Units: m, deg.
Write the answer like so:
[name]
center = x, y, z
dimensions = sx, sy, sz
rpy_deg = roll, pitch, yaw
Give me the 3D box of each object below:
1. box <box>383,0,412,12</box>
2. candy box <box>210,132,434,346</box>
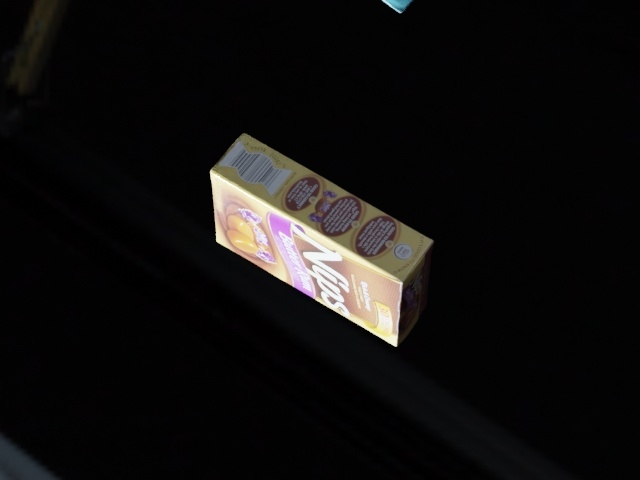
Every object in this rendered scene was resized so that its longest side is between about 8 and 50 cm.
[box]
center = 0.081, -0.227, 0.759
dimensions = 0.060, 0.244, 0.100
rpy_deg = 27, -158, -51
[candy box]
center = 0.000, 0.000, 1.389
dimensions = 0.187, 0.109, 0.053
rpy_deg = 29, -118, 17
